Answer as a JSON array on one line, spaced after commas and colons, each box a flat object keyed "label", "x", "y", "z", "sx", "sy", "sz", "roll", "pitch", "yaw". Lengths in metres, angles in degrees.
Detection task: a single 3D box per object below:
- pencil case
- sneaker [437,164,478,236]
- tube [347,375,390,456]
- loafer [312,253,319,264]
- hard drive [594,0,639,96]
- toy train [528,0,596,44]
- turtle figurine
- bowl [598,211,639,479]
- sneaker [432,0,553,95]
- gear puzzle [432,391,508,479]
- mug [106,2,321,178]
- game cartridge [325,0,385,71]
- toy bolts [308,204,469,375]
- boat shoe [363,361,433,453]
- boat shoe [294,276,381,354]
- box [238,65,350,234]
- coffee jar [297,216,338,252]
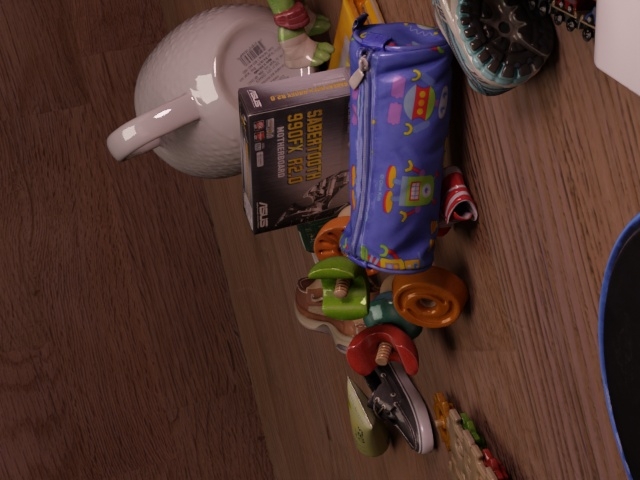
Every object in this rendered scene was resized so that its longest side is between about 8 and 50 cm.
[{"label": "pencil case", "x": 0.087, "y": -0.110, "z": 1.462, "sx": 0.119, "sy": 0.133, "sz": 0.306, "roll": 25, "pitch": 120, "yaw": 46}, {"label": "sneaker", "x": 0.161, "y": -0.030, "z": 1.524, "sx": 0.118, "sy": 0.042, "sz": 0.067, "roll": 97, "pitch": 159, "yaw": -49}, {"label": "tube", "x": 0.074, "y": 0.297, "z": 2.017, "sx": 0.240, "sy": 0.070, "sz": 0.062, "roll": 74, "pitch": -141, "yaw": -66}, {"label": "loafer", "x": 0.000, "y": 0.000, "z": 2.223, "sx": 0.045, "sy": 0.039, "sz": 0.125, "roll": 40, "pitch": -154, "yaw": -52}, {"label": "hard drive", "x": 0.272, "y": -0.254, "z": 0.863, "sx": 0.233, "sy": 0.047, "sz": 0.353, "roll": -125, "pitch": 26, "yaw": -56}, {"label": "toy train", "x": 0.232, "y": -0.209, "z": 1.112, "sx": 0.158, "sy": 0.027, "sz": 0.036, "roll": -126, "pitch": 37, "yaw": -59}, {"label": "turtle figurine", "x": -0.019, "y": -0.389, "z": 1.666, "sx": 0.198, "sy": 0.274, "sz": 0.266, "roll": 35, "pitch": 154, "yaw": 48}, {"label": "bowl", "x": 0.332, "y": 0.139, "z": 0.934, "sx": 0.391, "sy": 0.077, "sz": 0.391, "roll": 167, "pitch": 90, "yaw": -76}, {"label": "sneaker", "x": 0.138, "y": -0.275, "z": 1.255, "sx": 0.122, "sy": 0.110, "sz": 0.283, "roll": 118, "pitch": 137, "yaw": -75}, {"label": "gear puzzle", "x": 0.219, "y": 0.324, "z": 1.646, "sx": 0.339, "sy": 0.044, "sz": 0.175, "roll": -120, "pitch": 19, "yaw": -57}, {"label": "mug", "x": -0.180, "y": -0.231, "z": 2.020, "sx": 0.276, "sy": 0.374, "sz": 0.328, "roll": 63, "pitch": 161, "yaw": -7}, {"label": "game cartridge", "x": 0.070, "y": -0.149, "z": 1.757, "sx": 0.324, "sy": 0.052, "sz": 0.285, "roll": 108, "pitch": 146, "yaw": -63}, {"label": "toy bolts", "x": 0.109, "y": 0.061, "z": 1.682, "sx": 0.228, "sy": 0.218, "sz": 0.158, "roll": 73, "pitch": -154, "yaw": -43}, {"label": "boat shoe", "x": 0.106, "y": 0.244, "z": 1.927, "sx": 0.080, "sy": 0.076, "sz": 0.228, "roll": 93, "pitch": 159, "yaw": -50}, {"label": "boat shoe", "x": 0.042, "y": 0.093, "z": 1.988, "sx": 0.324, "sy": 0.123, "sz": 0.116, "roll": -155, "pitch": 59, "yaw": -65}, {"label": "box", "x": -0.013, "y": -0.119, "z": 1.640, "sx": 0.231, "sy": 0.183, "sz": 0.056, "roll": 92, "pitch": 161, "yaw": -49}, {"label": "coffee jar", "x": -0.010, "y": -0.076, "z": 1.964, "sx": 0.079, "sy": 0.096, "sz": 0.184, "roll": -86, "pitch": -22, "yaw": -57}]
